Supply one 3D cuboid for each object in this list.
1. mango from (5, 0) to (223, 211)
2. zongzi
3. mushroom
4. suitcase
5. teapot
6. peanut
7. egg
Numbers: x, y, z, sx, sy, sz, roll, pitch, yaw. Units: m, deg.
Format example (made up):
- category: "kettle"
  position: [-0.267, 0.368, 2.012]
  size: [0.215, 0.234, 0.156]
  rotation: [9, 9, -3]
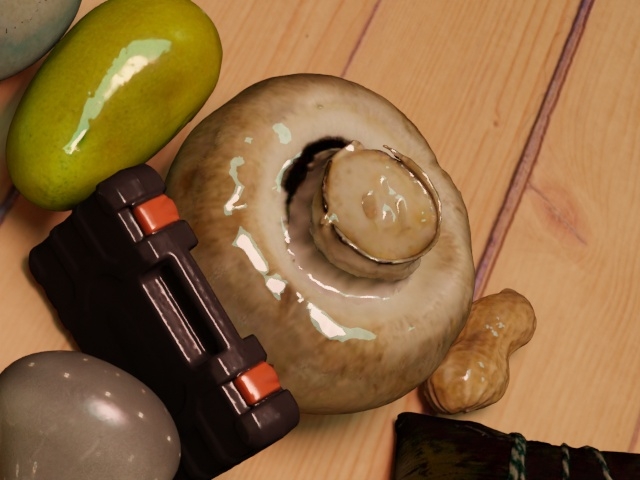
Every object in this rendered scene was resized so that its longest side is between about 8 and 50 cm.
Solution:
- category: "mango"
  position: [-0.212, -0.138, 1.662]
  size: [0.149, 0.185, 0.273]
  rotation: [44, 69, -7]
- category: "zongzi"
  position: [0.268, 0.287, 1.649]
  size: [0.383, 0.362, 0.319]
  rotation: [25, 37, -17]
- category: "mushroom"
  position: [0.000, 0.000, 1.676]
  size: [0.352, 0.260, 0.352]
  rotation: [10, 64, -22]
- category: "suitcase"
  position: [-0.152, 0.089, 1.576]
  size: [0.066, 0.206, 0.285]
  rotation: [-28, 85, -40]
- category: "teapot"
  position: [-0.242, 0.231, 1.490]
  size: [0.183, 0.183, 0.251]
  rotation: [32, 66, -14]
- category: "peanut"
  position: [0.179, 0.122, 1.837]
  size: [0.089, 0.089, 0.193]
  rotation: [43, 54, -7]
- category: "egg"
  position: [-0.329, -0.245, 1.647]
  size: [0.169, 0.169, 0.236]
  rotation: [47, 55, -4]
